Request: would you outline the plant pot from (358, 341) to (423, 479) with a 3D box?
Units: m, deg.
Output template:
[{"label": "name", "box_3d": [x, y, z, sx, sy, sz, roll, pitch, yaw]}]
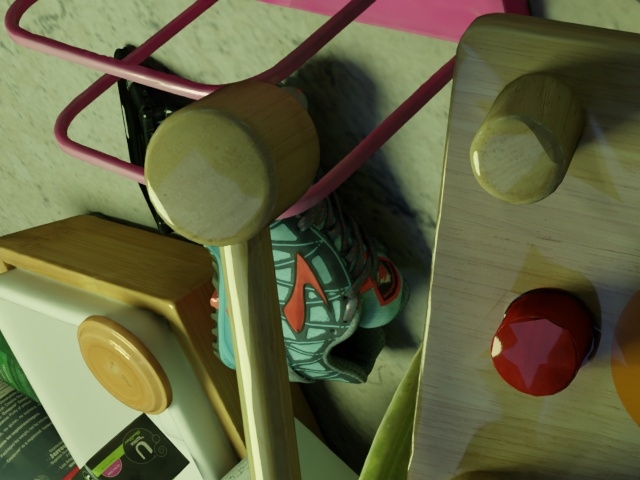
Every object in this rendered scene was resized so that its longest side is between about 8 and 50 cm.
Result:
[{"label": "plant pot", "box_3d": [0.170, 0.186, 0.832, 0.253, 0.276, 0.276, 16, 141, 23]}]

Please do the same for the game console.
[{"label": "game console", "box_3d": [-0.087, -0.064, 1.059, 0.122, 0.071, 0.107, 89, 159, -50]}]

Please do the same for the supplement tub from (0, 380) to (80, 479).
[{"label": "supplement tub", "box_3d": [-0.312, 0.217, 1.507, 0.272, 0.191, 0.191, 35, 149, 17]}]

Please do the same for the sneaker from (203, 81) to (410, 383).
[{"label": "sneaker", "box_3d": [0.000, 0.000, 0.972, 0.125, 0.104, 0.262, 16, 147, 13]}]

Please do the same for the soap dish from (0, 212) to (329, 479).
[{"label": "soap dish", "box_3d": [-0.116, 0.118, 1.212, 0.229, 0.118, 0.291, 14, 138, 43]}]

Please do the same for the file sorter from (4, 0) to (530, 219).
[{"label": "file sorter", "box_3d": [-0.061, -0.181, 0.709, 0.202, 0.182, 0.291, 19, 141, 39]}]

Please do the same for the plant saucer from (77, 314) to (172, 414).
[{"label": "plant saucer", "box_3d": [-0.136, 0.088, 1.071, 0.083, 0.013, 0.083, 31, 146, 23]}]

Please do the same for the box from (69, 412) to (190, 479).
[{"label": "box", "box_3d": [-0.141, 0.170, 1.125, 0.052, 0.062, 0.083, 48, 151, 1]}]

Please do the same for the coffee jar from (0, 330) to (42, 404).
[{"label": "coffee jar", "box_3d": [-0.274, 0.079, 1.384, 0.184, 0.096, 0.079, 15, 136, 41]}]

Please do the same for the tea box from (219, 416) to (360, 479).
[{"label": "tea box", "box_3d": [-0.006, 0.356, 1.003, 0.329, 0.323, 0.220, 44, 116, -7]}]

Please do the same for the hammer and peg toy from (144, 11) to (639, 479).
[{"label": "hammer and peg toy", "box_3d": [0.115, 0.043, 0.650, 0.361, 0.127, 0.266, 10, 115, 14]}]
